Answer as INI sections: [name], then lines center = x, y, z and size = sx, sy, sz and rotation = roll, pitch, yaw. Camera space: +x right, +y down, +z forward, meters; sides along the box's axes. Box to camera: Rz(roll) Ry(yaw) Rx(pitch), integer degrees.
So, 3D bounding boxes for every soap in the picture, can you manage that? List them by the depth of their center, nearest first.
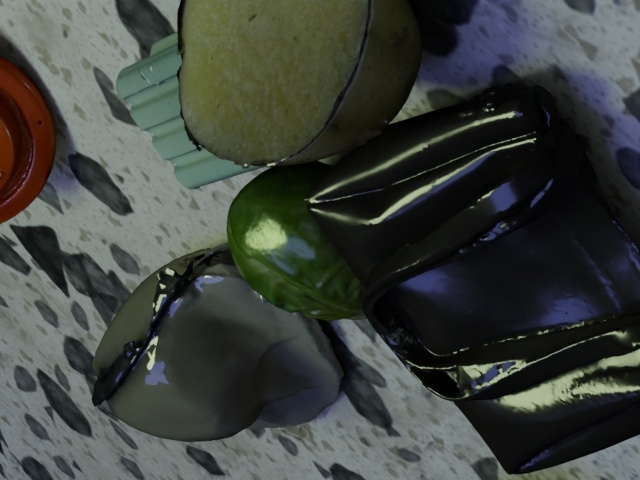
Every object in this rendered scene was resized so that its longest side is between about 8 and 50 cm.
[soap]
center = -0.074, -0.114, 1.516
size = 0.119, 0.066, 0.198
rotation = 55, 151, -13

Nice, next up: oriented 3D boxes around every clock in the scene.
[clock]
center = -0.355, -0.096, 1.827
size = 0.051, 0.205, 0.205
rotation = -93, -19, -58

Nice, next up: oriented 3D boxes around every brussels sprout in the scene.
[brussels sprout]
center = -0.003, 0.003, 1.510
size = 0.155, 0.117, 0.155
rotation = 33, 159, 14

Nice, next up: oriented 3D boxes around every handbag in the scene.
[handbag]
center = 0.147, 0.029, 1.363
size = 0.285, 0.113, 0.257
rotation = 52, 145, -10

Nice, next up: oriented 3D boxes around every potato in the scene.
[potato]
center = -0.003, -0.132, 1.346
size = 0.117, 0.182, 0.202
rotation = 13, -172, -42

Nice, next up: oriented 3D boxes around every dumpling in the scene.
[dumpling]
center = -0.106, 0.121, 1.778
size = 0.204, 0.163, 0.293
rotation = 51, 140, 0
